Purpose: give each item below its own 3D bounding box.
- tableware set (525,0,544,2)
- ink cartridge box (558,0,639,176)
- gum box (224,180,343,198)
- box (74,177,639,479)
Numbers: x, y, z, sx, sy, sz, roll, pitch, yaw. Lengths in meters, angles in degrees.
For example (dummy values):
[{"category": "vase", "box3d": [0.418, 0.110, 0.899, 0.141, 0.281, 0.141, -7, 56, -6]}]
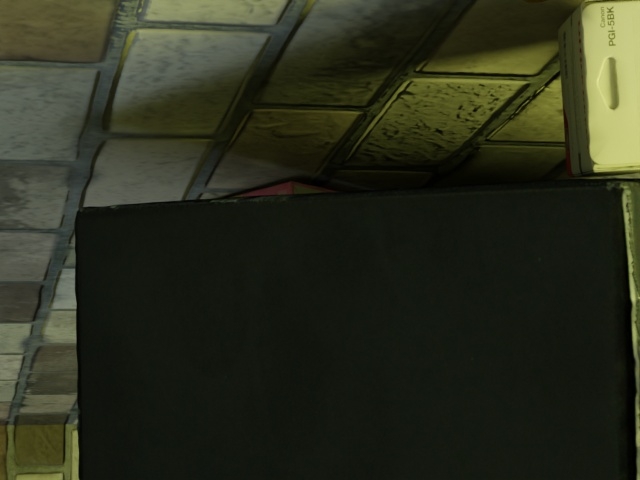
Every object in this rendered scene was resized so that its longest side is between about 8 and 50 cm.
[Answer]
[{"category": "tableware set", "box3d": [0.184, -0.158, 0.925, 0.154, 0.024, 0.104, -7, 170, 15]}, {"category": "ink cartridge box", "box3d": [0.178, -0.089, 0.986, 0.056, 0.099, 0.135, -3, -179, 2]}, {"category": "gum box", "box3d": [0.000, 0.000, 1.480, 0.107, 0.062, 0.188, -13, 163, 41]}, {"category": "box", "box3d": [0.151, 0.109, 1.206, 0.480, 0.297, 0.471, -2, -179, 42]}]
